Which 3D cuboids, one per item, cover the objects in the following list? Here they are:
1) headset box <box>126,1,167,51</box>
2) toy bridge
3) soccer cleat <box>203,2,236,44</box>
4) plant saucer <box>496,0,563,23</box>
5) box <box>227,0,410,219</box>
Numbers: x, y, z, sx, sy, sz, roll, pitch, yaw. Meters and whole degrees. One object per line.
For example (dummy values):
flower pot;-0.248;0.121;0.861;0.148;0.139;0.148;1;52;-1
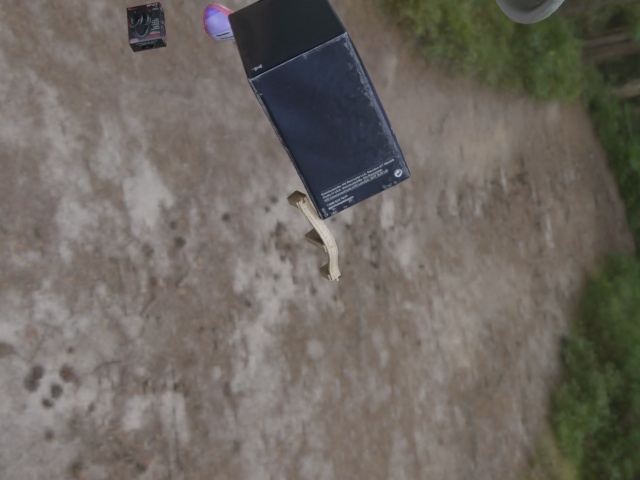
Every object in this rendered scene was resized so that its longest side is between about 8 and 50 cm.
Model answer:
headset box;-0.307;-0.373;1.698;0.032;0.062;0.083;69;13;-69
toy bridge;0.000;0.000;1.665;0.026;0.063;0.188;-38;127;-21
soccer cleat;-0.182;-0.478;2.167;0.248;0.095;0.083;10;83;-69
plant saucer;0.371;-0.547;1.517;0.400;0.100;0.401;177;-90;-77
box;-0.004;-0.250;1.646;0.294;0.182;0.296;60;6;-35
